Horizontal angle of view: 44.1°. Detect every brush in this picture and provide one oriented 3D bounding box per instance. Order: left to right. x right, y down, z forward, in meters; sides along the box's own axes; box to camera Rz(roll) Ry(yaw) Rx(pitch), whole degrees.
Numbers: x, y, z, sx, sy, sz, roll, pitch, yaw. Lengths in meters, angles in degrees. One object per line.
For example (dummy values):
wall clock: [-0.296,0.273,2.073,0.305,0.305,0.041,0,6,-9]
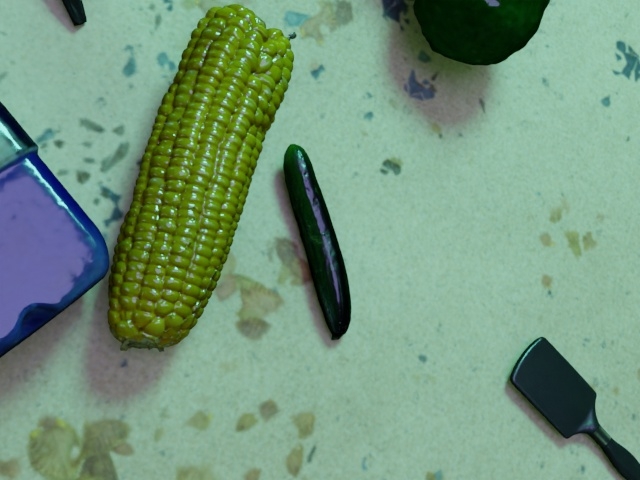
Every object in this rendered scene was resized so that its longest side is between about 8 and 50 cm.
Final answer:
brush: [0.266,0.182,0.797,0.193,0.016,0.063,46,68,-6]

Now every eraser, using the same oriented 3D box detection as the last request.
eraser: [-0.309,-0.068,0.589,0.155,0.101,0.332,-40,96,-24]

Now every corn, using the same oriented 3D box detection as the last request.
corn: [-0.102,-0.055,0.661,0.102,0.102,0.313,20,72,-16]

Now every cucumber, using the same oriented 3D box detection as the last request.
cucumber: [0.000,0.000,0.726,0.036,0.033,0.184,-14,86,-40]

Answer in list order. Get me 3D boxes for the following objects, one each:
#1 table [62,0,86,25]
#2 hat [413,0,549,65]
table: [-0.134,-0.368,0.661,0.317,0.317,0.249,-35,106,-23]
hat: [0.148,-0.389,0.789,0.285,0.285,0.400,14,102,-17]
